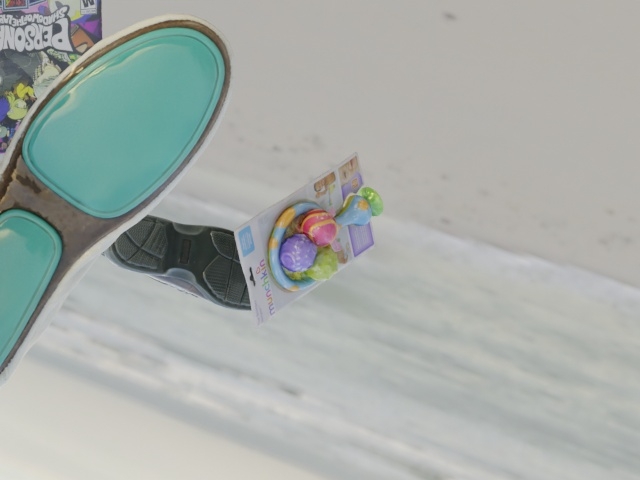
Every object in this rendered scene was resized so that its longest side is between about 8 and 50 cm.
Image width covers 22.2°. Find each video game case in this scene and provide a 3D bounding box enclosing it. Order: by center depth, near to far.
[{"bbox_3d":[-0.365,-0.201,1.872,0.232,0.210,0.042,-7,-152,-20],"label":"video game case"}]

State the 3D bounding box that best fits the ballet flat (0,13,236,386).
[{"bbox_3d":[-0.220,-0.036,1.419,0.139,0.400,0.139,37,-173,-6],"label":"ballet flat"}]

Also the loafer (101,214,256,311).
[{"bbox_3d":[-0.171,0.021,2.062,0.267,0.096,0.084,21,170,-35],"label":"loafer"}]

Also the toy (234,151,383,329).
[{"bbox_3d":[0.000,0.000,2.015,0.056,0.237,0.137,9,122,38],"label":"toy"}]
